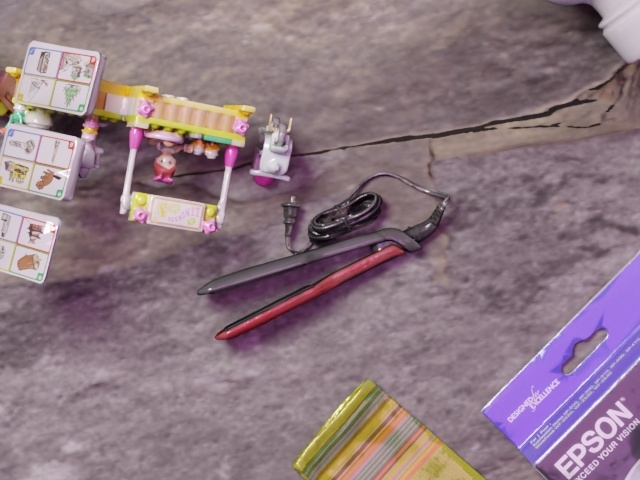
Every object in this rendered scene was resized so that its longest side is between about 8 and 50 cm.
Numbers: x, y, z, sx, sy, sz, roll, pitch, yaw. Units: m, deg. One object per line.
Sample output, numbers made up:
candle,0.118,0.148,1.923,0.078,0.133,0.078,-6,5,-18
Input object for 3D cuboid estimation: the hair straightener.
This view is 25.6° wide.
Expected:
hair straightener,0.000,0.000,1.190,0.230,0.047,0.089,-25,91,-2

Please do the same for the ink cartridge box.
ink cartridge box,0.282,0.149,1.202,0.208,0.045,0.206,44,89,0

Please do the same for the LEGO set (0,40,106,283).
LEGO set,-0.276,-0.073,1.135,0.244,0.060,0.182,12,88,32

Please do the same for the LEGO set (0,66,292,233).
LEGO set,-0.166,-0.072,1.142,0.287,0.132,0.107,9,91,-2

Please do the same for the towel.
towel,0.096,0.231,1.208,0.237,0.021,0.102,40,90,-2

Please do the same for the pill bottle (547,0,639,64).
pill bottle,0.202,-0.314,1.125,0.188,0.188,0.334,-38,91,-1
